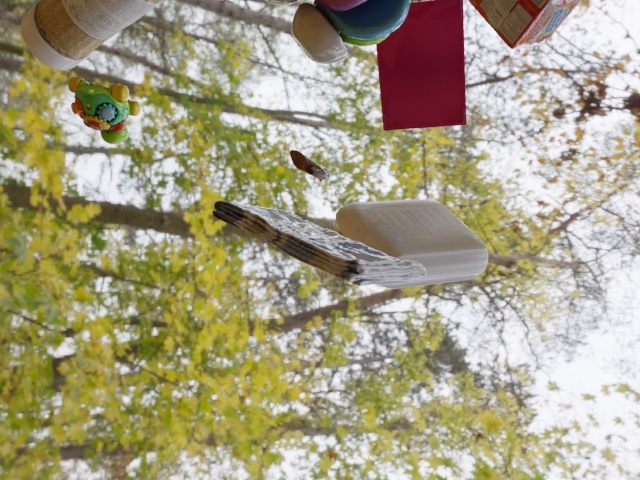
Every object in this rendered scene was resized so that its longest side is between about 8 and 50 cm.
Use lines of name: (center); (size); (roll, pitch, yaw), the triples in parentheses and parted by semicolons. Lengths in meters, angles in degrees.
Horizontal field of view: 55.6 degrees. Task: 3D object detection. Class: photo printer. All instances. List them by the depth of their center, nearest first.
photo printer: (0.196, 0.002, 1.413); (0.256, 0.307, 0.107); (52, -42, 47)

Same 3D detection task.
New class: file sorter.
file sorter: (0.252, -0.444, 1.499); (0.182, 0.202, 0.291); (-67, 152, -61)

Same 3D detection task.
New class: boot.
boot: (-0.026, -0.212, 1.725); (0.118, 0.087, 0.042); (50, -65, 24)

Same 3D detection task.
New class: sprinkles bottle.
sprinkles bottle: (-0.366, -0.419, 1.040); (0.355, 0.121, 0.121); (-18, -108, 33)

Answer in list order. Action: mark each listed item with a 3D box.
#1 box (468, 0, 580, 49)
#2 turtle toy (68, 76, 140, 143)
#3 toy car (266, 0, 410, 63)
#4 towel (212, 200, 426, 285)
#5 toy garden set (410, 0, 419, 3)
box: (0.370, -0.514, 1.191); (0.257, 0.122, 0.128); (57, -38, 19)
turtle toy: (-0.336, -0.198, 0.947); (0.130, 0.095, 0.066); (72, 30, -73)
toy car: (0.025, -0.280, 0.625); (0.159, 0.182, 0.136); (-42, -153, 0)
towel: (0.000, 0.000, 0.905); (0.285, 0.209, 0.034); (24, -78, 35)
toy garden set: (0.148, -0.460, 1.097); (0.204, 0.244, 0.049); (-22, -89, 64)
